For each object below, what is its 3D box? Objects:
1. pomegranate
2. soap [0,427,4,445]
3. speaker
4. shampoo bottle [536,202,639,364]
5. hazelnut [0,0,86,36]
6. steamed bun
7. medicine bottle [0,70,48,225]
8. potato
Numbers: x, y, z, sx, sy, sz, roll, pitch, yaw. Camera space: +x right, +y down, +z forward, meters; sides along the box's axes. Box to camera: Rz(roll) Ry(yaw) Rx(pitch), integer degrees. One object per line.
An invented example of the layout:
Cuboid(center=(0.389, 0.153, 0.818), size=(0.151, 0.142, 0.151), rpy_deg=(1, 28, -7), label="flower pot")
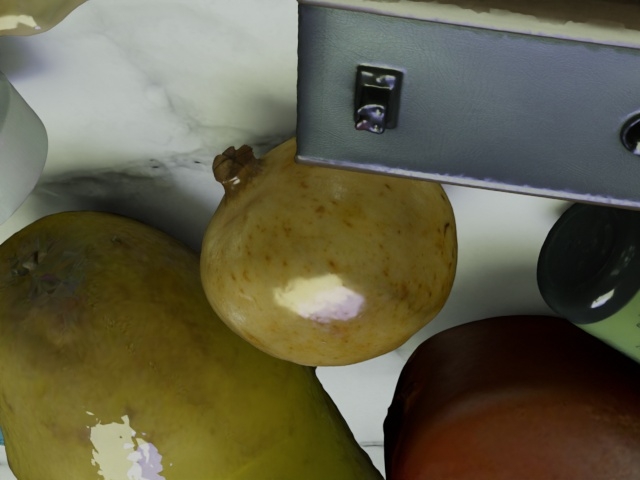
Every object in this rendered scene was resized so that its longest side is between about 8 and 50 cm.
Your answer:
Cuboid(center=(0.000, 0.000, 0.989), size=(0.196, 0.196, 0.196), rpy_deg=(8, 148, 5), label="pomegranate")
Cuboid(center=(-0.237, 0.155, 1.392), size=(0.293, 0.077, 0.156), rpy_deg=(6, 147, 6), label="soap")
Cuboid(center=(0.113, -0.128, 0.720), size=(0.231, 0.192, 0.153), rpy_deg=(8, 147, 3), label="speaker")
Cuboid(center=(0.292, 0.067, 1.063), size=(0.284, 0.101, 0.101), rpy_deg=(30, 144, -29), label="shampoo bottle")
Cuboid(center=(-0.165, -0.196, 0.656), size=(0.261, 0.241, 0.261), rpy_deg=(-13, 143, -10), label="hazelnut")
Cuboid(center=(0.231, 0.224, 1.143), size=(0.248, 0.235, 0.379), rpy_deg=(-37, 102, 9), label="steamed bun")
Cuboid(center=(-0.311, -0.120, 0.883), size=(0.170, 0.170, 0.293), rpy_deg=(-6, 144, 26), label="medicine bottle")
Cuboid(center=(-0.132, 0.161, 1.102), size=(0.290, 0.397, 0.296), rpy_deg=(-29, 142, 1), label="potato")
